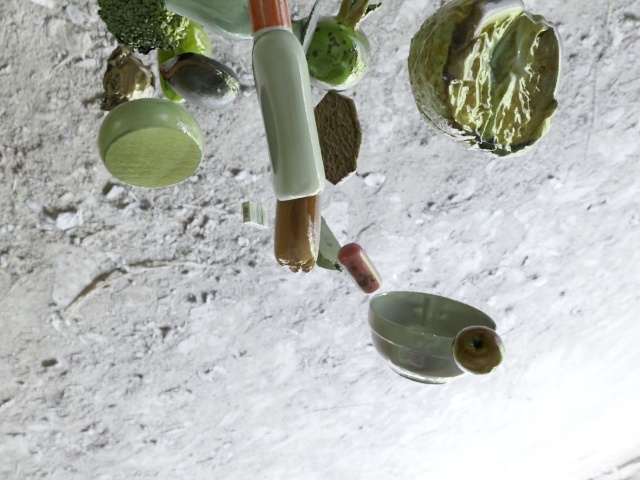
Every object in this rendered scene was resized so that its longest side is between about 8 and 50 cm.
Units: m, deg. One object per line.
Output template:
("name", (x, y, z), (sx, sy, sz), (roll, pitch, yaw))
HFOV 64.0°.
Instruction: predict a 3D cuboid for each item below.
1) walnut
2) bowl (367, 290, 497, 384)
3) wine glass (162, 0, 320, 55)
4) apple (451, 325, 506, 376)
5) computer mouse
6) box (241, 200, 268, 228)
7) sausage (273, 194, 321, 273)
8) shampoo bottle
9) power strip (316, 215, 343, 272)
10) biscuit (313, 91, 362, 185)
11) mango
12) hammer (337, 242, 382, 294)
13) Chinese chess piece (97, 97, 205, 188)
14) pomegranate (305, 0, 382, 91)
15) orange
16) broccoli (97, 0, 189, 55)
("walnut", (-0.597, -0.481, 1.596), (0.141, 0.238, 0.204), (15, 112, -36))
("bowl", (0.240, 0.226, 1.161), (0.287, 0.287, 0.143), (3, 103, -25))
("wine glass", (-0.108, -0.323, 0.712), (0.202, 0.093, 0.092), (20, 129, 0))
("apple", (0.270, 0.190, 0.874), (0.090, 0.089, 0.074), (-18, 123, -6))
("computer mouse", (-0.342, -0.435, 1.422), (0.183, 0.323, 0.116), (28, 87, -33))
("box", (-0.157, -0.061, 1.239), (0.024, 0.054, 0.083), (-13, 166, 21))
("sausage", (-0.041, -0.077, 0.956), (0.086, 0.288, 0.086), (2, 152, 1))
("shampoo bottle", (-0.039, -0.152, 0.522), (0.051, 0.108, 0.220), (-11, 96, -12))
("power strip", (0.000, 0.000, 1.116), (0.080, 0.227, 0.029), (11, 121, -33))
("biscuit", (0.056, -0.387, 1.951), (0.046, 0.359, 0.359), (-8, 136, -28))
("mango", (-0.461, -0.610, 1.737), (0.185, 0.149, 0.272), (-33, 140, -53))
("hammer", (0.053, 0.039, 0.703), (0.043, 0.043, 0.083), (-31, 124, 9))
("Chinese chess piece", (-0.236, -0.135, 0.720), (0.144, 0.058, 0.144), (-14, 153, -7))
("pomegranate", (0.057, -0.558, 1.444), (0.231, 0.231, 0.285), (24, 106, -39))
("orange", (0.298, -0.315, 0.973), (0.369, 0.210, 0.270), (14, 102, -38))
("broccoli", (-0.469, -0.663, 1.395), (0.243, 0.272, 0.180), (23, 158, -14))
